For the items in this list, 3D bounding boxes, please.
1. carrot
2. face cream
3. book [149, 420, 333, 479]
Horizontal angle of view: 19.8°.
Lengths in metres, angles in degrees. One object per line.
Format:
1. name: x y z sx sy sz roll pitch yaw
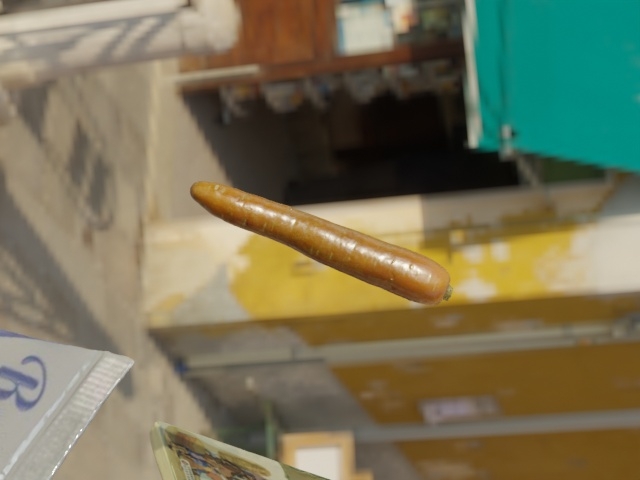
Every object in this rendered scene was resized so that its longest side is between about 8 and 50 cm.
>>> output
1. carrot: 0.000 0.000 1.601 0.043 0.247 0.043 21 90 -86
2. face cream: -0.338 0.148 1.401 0.235 0.420 0.137 -56 133 -22
3. book: -0.052 0.294 2.000 0.027 0.264 0.202 -61 -155 16
